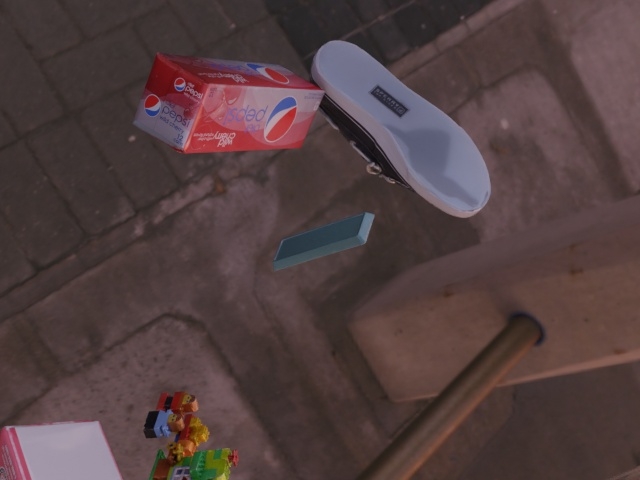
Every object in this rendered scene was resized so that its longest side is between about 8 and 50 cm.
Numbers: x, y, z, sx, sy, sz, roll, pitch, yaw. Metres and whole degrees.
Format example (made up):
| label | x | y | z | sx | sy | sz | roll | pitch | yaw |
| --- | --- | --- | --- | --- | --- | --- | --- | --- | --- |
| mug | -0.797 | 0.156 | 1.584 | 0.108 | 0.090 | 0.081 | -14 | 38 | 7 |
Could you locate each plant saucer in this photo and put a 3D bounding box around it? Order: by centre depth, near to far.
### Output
| label | x | y | z | sx | sy | sz | roll | pitch | yaw |
| --- | --- | --- | --- | --- | --- | --- | --- | --- | --- |
| plant saucer | 0.000 | 0.000 | 1.428 | 0.018 | 0.192 | 0.067 | 48 | 42 | -28 |

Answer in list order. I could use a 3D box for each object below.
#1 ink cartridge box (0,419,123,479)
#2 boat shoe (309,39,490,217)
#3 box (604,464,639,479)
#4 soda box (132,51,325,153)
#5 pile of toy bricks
| label | x | y | z | sx | sy | sz | roll | pitch | yaw |
| --- | --- | --- | --- | --- | --- | --- | --- | --- | --- |
| ink cartridge box | -0.235 | 0.286 | 0.751 | 0.092 | 0.218 | 0.158 | 3 | 36 | -38 |
| boat shoe | 0.097 | -0.135 | 1.193 | 0.306 | 0.105 | 0.113 | 40 | 63 | 9 |
| box | 0.289 | 0.196 | 0.562 | 0.121 | 0.311 | 0.148 | -13 | 67 | -41 |
| soda box | -0.103 | -0.167 | 1.080 | 0.083 | 0.092 | 0.263 | 33 | 22 | 22 |
| pile of toy bricks | -0.150 | 0.273 | 1.050 | 0.212 | 0.105 | 0.118 | -82 | 163 | -55 |
